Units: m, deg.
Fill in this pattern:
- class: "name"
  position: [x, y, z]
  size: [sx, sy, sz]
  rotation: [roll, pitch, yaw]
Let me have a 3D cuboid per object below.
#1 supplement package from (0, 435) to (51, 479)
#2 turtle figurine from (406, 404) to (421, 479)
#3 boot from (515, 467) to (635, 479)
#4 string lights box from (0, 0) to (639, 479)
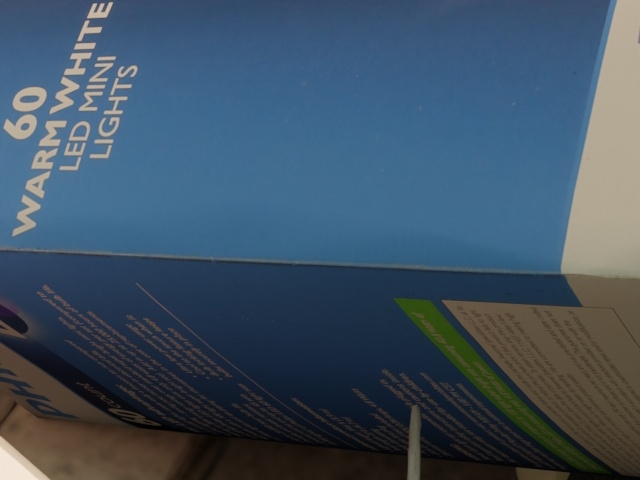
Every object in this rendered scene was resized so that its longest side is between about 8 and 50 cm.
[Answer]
- class: "supplement package"
  position: [-0.190, 0.090, 0.365]
  size: [0.293, 0.177, 0.175]
  rotation: [36, 48, 27]
- class: "turtle figurine"
  position: [0.105, 0.137, 0.360]
  size: [0.175, 0.118, 0.234]
  rotation: [-18, 70, 9]
- class: "boot"
  position: [0.162, 0.005, 0.517]
  size: [0.244, 0.088, 0.176]
  rotation: [-17, 34, -2]
- class: "string lights box"
  position: [0.000, 0.000, 0.418]
  size: [0.260, 0.133, 0.076]
  rotation: [2, 66, 31]
